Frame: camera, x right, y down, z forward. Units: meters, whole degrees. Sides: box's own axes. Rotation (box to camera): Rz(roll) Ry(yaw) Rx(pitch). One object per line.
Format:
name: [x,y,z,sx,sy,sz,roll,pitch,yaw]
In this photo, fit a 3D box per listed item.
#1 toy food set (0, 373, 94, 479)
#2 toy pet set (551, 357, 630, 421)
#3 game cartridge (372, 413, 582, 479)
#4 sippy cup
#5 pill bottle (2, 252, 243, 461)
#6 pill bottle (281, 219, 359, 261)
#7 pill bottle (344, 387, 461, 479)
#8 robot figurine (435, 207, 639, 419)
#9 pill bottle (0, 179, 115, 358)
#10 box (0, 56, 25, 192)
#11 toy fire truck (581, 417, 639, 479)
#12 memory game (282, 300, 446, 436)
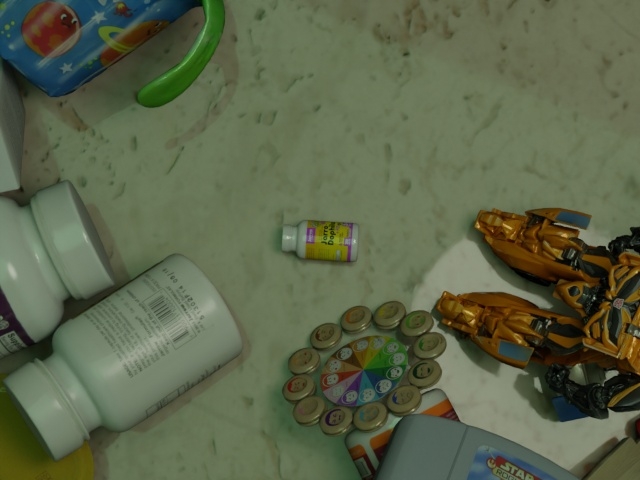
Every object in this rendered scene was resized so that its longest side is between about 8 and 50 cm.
toy food set: [-0.312,0.247,1.622,0.128,0.071,0.218,-33,76,-28]
toy pet set: [0.301,0.151,1.616,0.114,0.122,0.065,-14,88,14]
game cartridge: [0.183,0.300,1.492,0.297,0.062,0.198,29,60,-6]
sippy cup: [-0.258,-0.282,1.630,0.224,0.305,0.240,-42,128,6]
pill bottle: [-0.207,0.125,1.591,0.229,0.131,0.131,-34,84,-16]
pill bottle: [0.000,0.000,1.670,0.083,0.043,0.043,3,83,1]
pill bottle: [0.125,0.276,1.595,0.121,0.121,0.221,-27,84,-3]
robot figurine: [0.259,0.062,1.557,0.085,0.291,0.211,31,80,-39]
pill bottle: [-0.377,0.052,1.604,0.301,0.169,0.169,-25,83,-3]
box: [-0.389,-0.121,1.618,0.130,0.170,0.091,-11,124,0]
toy fire truck: [0.404,0.252,1.599,0.246,0.158,0.217,-31,78,17]
memory game: [0.045,0.132,1.607,0.186,0.012,0.186,-16,39,14]
